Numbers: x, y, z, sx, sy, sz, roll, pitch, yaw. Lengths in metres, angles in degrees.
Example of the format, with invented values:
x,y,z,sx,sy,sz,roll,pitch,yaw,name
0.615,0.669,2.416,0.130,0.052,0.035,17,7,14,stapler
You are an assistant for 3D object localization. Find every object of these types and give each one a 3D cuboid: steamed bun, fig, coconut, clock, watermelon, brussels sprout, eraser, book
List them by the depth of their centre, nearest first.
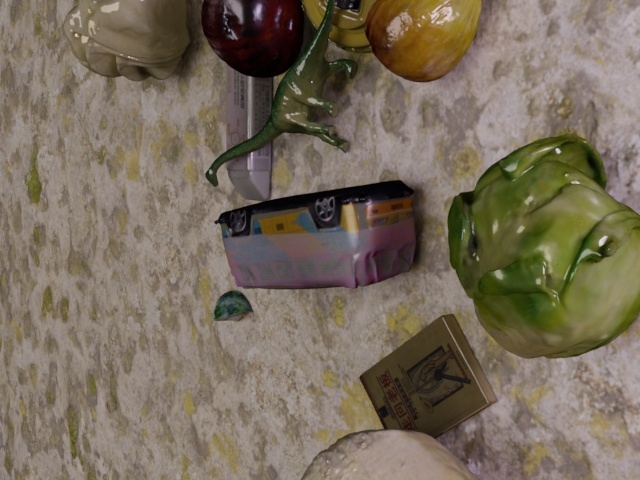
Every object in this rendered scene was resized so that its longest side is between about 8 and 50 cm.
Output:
x,y,z,sx,sy,sz,roll,pitch,yaw,name
0.293,0.015,1.023,0.259,0.227,0.294,52,136,50,brussels sprout
0.121,0.492,1.147,0.415,0.344,0.416,0,90,49,coconut
0.194,-0.347,1.180,0.257,0.159,0.159,-32,68,21,fig
0.170,0.243,1.308,0.231,0.026,0.161,-45,61,39,book
0.050,-0.423,1.309,0.237,0.057,0.237,17,123,27,clock
-0.152,-0.404,1.447,0.249,0.186,0.204,11,121,32,fig
-0.144,-0.256,1.585,0.089,0.061,0.352,8,98,47,eraser
-0.185,0.145,1.678,0.085,0.085,0.061,26,141,43,watermelon
-0.427,-0.449,1.745,0.289,0.276,0.203,-2,103,23,steamed bun

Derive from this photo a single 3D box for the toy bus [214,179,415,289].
x,y,z,sx,sy,sz,roll,pitch,yaw,name
0.000,0.000,1.383,0.386,0.171,0.162,-6,99,47,toy bus

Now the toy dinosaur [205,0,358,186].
x,y,z,sx,sy,sz,roll,pitch,yaw,name
-0.081,-0.265,1.435,0.300,0.087,0.447,23,120,30,toy dinosaur
